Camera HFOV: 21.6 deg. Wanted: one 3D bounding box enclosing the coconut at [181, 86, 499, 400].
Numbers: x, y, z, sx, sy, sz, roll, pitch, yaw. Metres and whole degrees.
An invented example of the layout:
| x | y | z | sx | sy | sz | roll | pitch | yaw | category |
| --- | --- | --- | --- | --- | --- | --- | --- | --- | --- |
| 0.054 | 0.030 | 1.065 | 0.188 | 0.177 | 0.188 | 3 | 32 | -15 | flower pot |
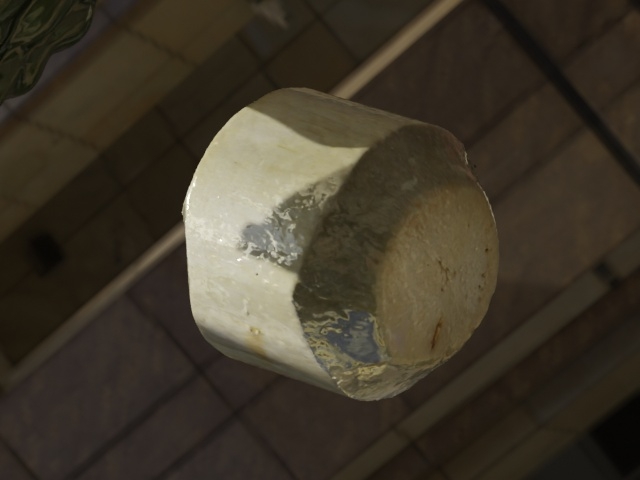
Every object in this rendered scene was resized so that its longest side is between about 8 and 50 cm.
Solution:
| x | y | z | sx | sy | sz | roll | pitch | yaw | category |
| --- | --- | --- | --- | --- | --- | --- | --- | --- | --- |
| 0.000 | 0.000 | 1.144 | 0.222 | 0.202 | 0.202 | 19 | 169 | 40 | coconut |

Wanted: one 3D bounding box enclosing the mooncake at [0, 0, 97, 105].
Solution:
| x | y | z | sx | sy | sz | roll | pitch | yaw | category |
| --- | --- | --- | --- | --- | --- | --- | --- | --- | --- |
| -0.242 | -0.247 | 1.194 | 0.187 | 0.351 | 0.351 | 32 | -171 | 9 | mooncake |
